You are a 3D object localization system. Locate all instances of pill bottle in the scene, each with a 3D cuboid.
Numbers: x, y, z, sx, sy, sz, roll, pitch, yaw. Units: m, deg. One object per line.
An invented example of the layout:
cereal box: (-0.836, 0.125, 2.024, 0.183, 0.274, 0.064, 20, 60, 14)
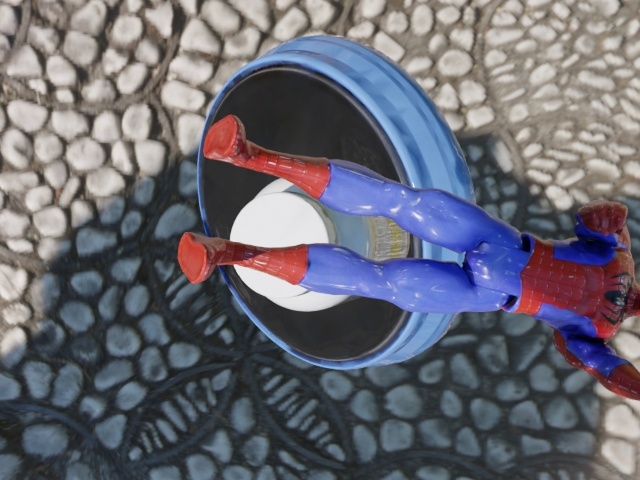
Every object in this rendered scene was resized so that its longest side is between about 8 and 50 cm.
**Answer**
pill bottle: (0.000, 0.000, 0.819, 0.103, 0.184, 0.103, 1, 92, 19)

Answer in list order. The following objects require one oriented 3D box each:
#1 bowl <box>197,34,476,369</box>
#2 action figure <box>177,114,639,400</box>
bowl: (0.001, -0.033, 1.220, 0.077, 0.391, 0.391, -22, 86, -42)
action figure: (0.088, 0.016, 0.500, 0.280, 0.139, 0.092, 13, 93, -22)
